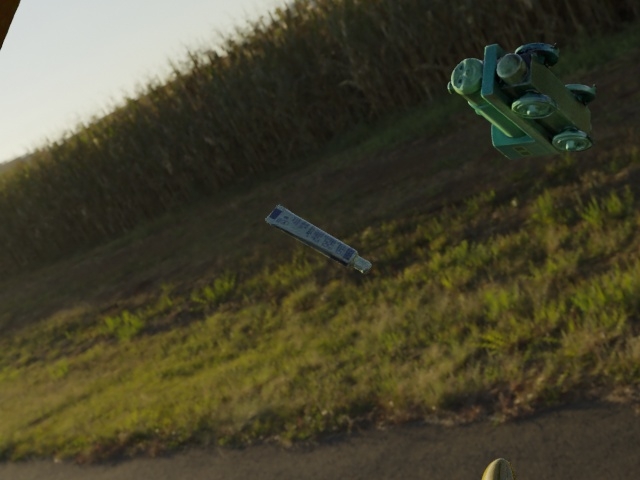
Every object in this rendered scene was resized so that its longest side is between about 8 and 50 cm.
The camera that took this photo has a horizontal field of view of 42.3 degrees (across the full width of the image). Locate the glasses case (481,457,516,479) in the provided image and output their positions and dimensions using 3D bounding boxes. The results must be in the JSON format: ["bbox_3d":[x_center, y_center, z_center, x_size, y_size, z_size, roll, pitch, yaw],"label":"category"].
[{"bbox_3d":[0.287,0.455,1.315,0.064,0.079,0.234,14,37,-2],"label":"glasses case"}]

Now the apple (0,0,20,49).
[{"bbox_3d":[-0.545,-0.383,1.105,0.374,0.384,0.374,-4,49,5],"label":"apple"}]

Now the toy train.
[{"bbox_3d":[0.345,-0.232,1.413,0.194,0.120,0.298,-3,-18,39],"label":"toy train"}]

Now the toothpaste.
[{"bbox_3d":[0.000,0.000,1.547,0.062,0.216,0.037,-51,-12,-52],"label":"toothpaste"}]
